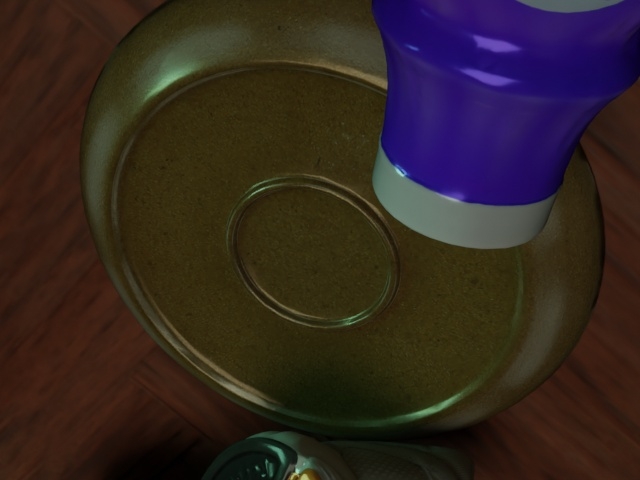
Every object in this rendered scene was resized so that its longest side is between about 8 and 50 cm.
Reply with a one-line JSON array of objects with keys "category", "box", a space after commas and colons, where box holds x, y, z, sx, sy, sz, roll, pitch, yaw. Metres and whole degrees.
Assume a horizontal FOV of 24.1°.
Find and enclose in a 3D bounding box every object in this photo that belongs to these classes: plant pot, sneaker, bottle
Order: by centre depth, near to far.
[{"category": "bottle", "box": [0.076, -0.128, 0.465, 0.118, 0.092, 0.283, 10, 124, -6]}, {"category": "plant pot", "box": [0.000, 0.000, 0.637, 0.236, 0.032, 0.236, 10, 126, 15]}, {"category": "sneaker", "box": [-0.026, 0.151, 0.716, 0.262, 0.121, 0.099, -25, 69, 53]}]
